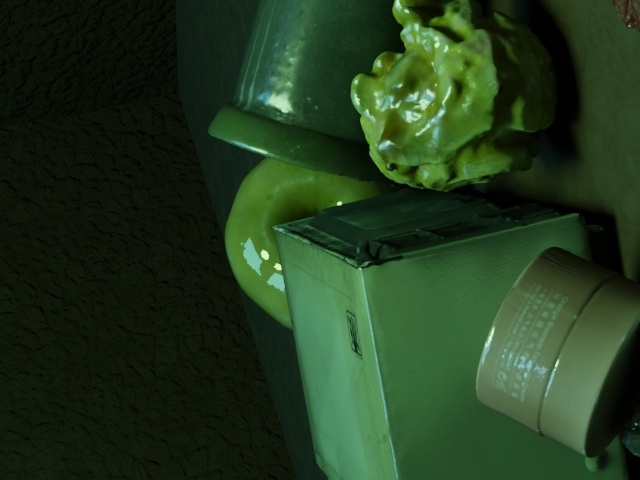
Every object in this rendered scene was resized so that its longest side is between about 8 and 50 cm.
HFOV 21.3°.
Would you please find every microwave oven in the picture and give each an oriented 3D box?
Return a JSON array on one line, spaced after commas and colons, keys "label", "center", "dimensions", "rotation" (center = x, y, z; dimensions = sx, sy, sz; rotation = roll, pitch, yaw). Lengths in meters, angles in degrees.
[{"label": "microwave oven", "center": [0.130, 0.120, 1.683], "dimensions": [0.394, 0.247, 0.333], "rotation": [-153, 53, -76]}]

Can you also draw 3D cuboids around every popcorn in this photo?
[{"label": "popcorn", "center": [0.125, -0.138, 1.574], "dimensions": [0.167, 0.187, 0.185], "rotation": [-68, -9, -55]}]

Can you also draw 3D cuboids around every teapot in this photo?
[{"label": "teapot", "center": [0.047, -0.236, 1.730], "dimensions": [0.200, 0.270, 0.337], "rotation": [24, 101, 47]}]

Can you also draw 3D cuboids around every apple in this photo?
[{"label": "apple", "center": [0.000, 0.000, 2.205], "dimensions": [0.262, 0.262, 0.262], "rotation": [168, 90, -79]}]

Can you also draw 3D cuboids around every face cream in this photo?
[{"label": "face cream", "center": [0.209, 0.091, 1.402], "dimensions": [0.104, 0.149, 0.149], "rotation": [26, 141, 24]}]

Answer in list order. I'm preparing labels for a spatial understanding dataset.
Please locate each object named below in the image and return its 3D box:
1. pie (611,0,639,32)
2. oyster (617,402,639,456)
[{"label": "pie", "center": [0.248, -0.218, 1.270], "dimensions": [0.153, 0.038, 0.153], "rotation": [165, 90, -77]}, {"label": "oyster", "center": [0.293, 0.200, 1.399], "dimensions": [0.177, 0.056, 0.105], "rotation": [62, -162, -21]}]
